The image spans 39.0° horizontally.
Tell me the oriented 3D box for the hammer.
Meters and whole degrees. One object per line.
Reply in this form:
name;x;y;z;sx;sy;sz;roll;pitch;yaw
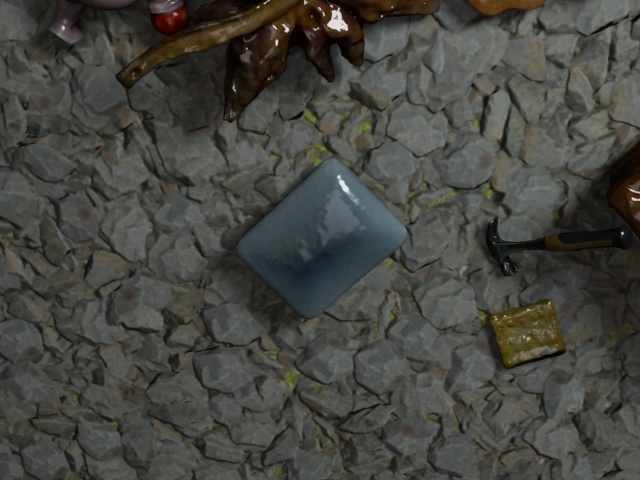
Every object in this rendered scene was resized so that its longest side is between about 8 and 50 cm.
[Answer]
hammer;0.263;0.000;1.022;0.201;0.021;0.078;-9;117;56

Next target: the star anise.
star anise;-0.037;-0.266;0.936;0.349;0.109;0.292;-2;103;-11

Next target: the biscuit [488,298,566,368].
biscuit;0.261;0.118;1.140;0.083;0.018;0.081;-18;110;11

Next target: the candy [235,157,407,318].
candy;0.000;0.000;1.083;0.174;0.071;0.138;-42;103;17

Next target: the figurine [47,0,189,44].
figurine;-0.236;-0.342;0.938;0.176;0.186;0.287;27;143;37

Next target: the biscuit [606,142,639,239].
biscuit;0.549;-0.024;0.977;0.342;0.166;0.395;-38;102;18

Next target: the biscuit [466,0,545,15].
biscuit;0.275;-0.364;0.926;0.334;0.047;0.202;-37;105;18
